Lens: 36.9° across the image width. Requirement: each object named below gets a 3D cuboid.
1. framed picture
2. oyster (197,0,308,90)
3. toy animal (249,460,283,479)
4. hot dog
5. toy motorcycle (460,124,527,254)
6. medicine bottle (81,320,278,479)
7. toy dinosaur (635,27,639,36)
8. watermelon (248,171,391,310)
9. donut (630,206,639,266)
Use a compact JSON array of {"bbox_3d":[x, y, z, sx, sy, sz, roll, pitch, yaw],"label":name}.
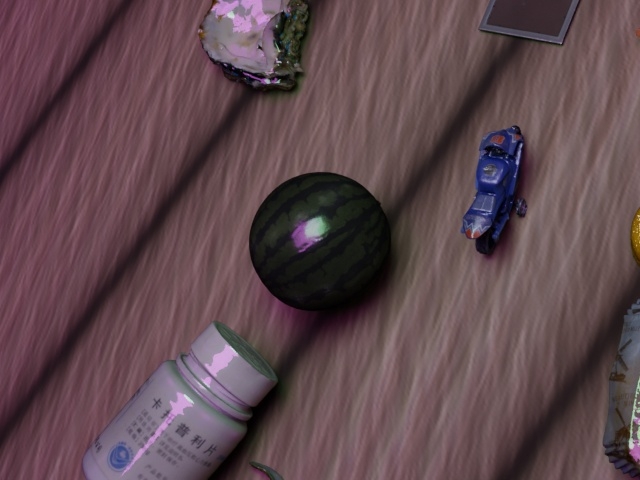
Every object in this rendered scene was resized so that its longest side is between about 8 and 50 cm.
[{"bbox_3d":[0.347,-0.401,1.519,0.142,0.011,0.183,18,79,29],"label":"framed picture"},{"bbox_3d":[-0.107,-0.367,1.675,0.198,0.092,0.259,-37,52,8],"label":"oyster"},{"bbox_3d":[-0.021,0.373,1.391,0.075,0.041,0.217,-48,55,4],"label":"toy animal"},{"bbox_3d":[0.451,0.192,1.219,0.163,0.082,0.270,9,68,18],"label":"hot dog"},{"bbox_3d":[0.254,-0.083,1.386,0.076,0.114,0.205,12,76,27],"label":"toy motorcycle"},{"bbox_3d":[-0.205,0.274,1.436,0.293,0.170,0.170,-48,60,1],"label":"medicine bottle"},{"bbox_3d":[0.511,-0.319,1.389,0.101,0.055,0.279,-28,66,-7],"label":"toy dinosaur"},{"bbox_3d":[0.000,0.000,1.419,0.212,0.212,0.212,-8,68,22],"label":"watermelon"},{"bbox_3d":[0.490,-0.014,1.289,0.152,0.058,0.151,-8,70,24],"label":"donut"}]
